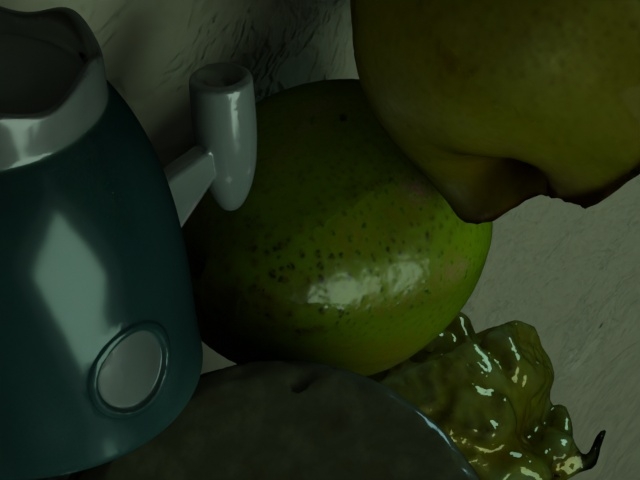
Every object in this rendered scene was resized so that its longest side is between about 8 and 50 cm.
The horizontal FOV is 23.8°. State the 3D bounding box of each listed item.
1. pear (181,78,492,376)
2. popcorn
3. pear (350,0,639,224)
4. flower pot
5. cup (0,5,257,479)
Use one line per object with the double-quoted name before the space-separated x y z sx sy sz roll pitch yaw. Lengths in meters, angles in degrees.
"pear" 0.000 0.000 0.883 0.220 0.187 0.187 -37 151 -48
"popcorn" 0.090 0.169 1.159 0.249 0.225 0.249 -161 -90 -89
"pear" 0.136 -0.212 0.769 0.386 0.191 0.340 -55 -162 -24
"flower pot" -0.040 0.215 0.853 0.293 0.293 0.330 -43 169 -18
"cup" -0.140 -0.008 0.681 0.300 0.167 0.173 -33 136 -35
